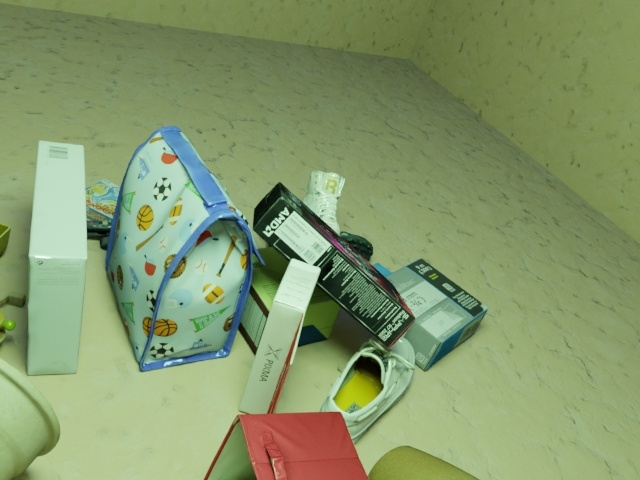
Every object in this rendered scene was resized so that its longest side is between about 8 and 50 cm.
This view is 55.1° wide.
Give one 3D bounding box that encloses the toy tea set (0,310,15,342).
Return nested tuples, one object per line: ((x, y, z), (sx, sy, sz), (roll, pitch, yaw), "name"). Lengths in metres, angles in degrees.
((-0.695, 0.110, 1.019), (0.336, 0.124, 0.200), (18, 22, -16), "toy tea set")

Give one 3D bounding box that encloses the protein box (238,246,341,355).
((-0.092, 0.128, 1.397), (0.199, 0.136, 0.201), (-7, 42, -35), "protein box")

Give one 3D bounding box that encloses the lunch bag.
((-0.279, 0.008, 1.247), (0.238, 0.386, 0.328), (-6, 40, -34), "lunch bag")

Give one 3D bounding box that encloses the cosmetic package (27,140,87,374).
((-0.513, 0.024, 1.195), (0.097, 0.284, 0.377), (4, 36, -25), "cosmetic package")

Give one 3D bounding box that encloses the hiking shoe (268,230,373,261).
((0.000, 0.000, 1.655), (0.304, 0.113, 0.132), (7, 30, -25), "hiking shoe")

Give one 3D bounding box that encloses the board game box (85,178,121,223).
((-0.515, -0.079, 1.569), (0.201, 0.035, 0.136), (25, 33, 9), "board game box")

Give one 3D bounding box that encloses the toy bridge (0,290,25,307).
((-0.636, 0.161, 1.167), (0.063, 0.026, 0.188), (15, 33, -4), "toy bridge")

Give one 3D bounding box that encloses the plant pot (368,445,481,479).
((0.193, 0.468, 1.009), (0.237, 0.237, 0.254), (-5, 25, -33), "plant pot")

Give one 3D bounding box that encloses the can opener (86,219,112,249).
((-0.539, -0.024, 1.456), (0.186, 0.059, 0.073), (11, 35, -15), "can opener")

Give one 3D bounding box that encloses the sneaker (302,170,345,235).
((0.004, -0.082, 1.509), (0.108, 0.169, 0.292), (12, 21, -17), "sneaker")

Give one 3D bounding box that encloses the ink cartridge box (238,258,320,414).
((-0.088, 0.223, 1.115), (0.066, 0.296, 0.261), (19, 33, 0), "ink cartridge box")

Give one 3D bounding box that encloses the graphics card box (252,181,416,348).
((0.022, 0.043, 1.282), (0.371, 0.094, 0.233), (41, 7, -11), "graphics card box")

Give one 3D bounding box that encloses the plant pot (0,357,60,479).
((-0.563, 0.310, 0.767), (0.333, 0.334, 0.305), (20, 45, 0), "plant pot")

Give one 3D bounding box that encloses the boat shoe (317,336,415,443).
((0.113, 0.270, 1.280), (0.135, 0.156, 0.367), (34, 36, 20), "boat shoe")

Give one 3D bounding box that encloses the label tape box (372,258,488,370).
((0.219, 0.146, 1.563), (0.333, 0.106, 0.240), (38, 37, 26), "label tape box")

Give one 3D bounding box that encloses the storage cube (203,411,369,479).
((-0.053, 0.400, 0.964), (0.193, 0.215, 0.184), (7, 34, -30), "storage cube")

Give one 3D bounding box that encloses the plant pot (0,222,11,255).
((-0.710, 0.012, 1.291), (0.081, 0.083, 0.081), (17, 33, -3), "plant pot")
